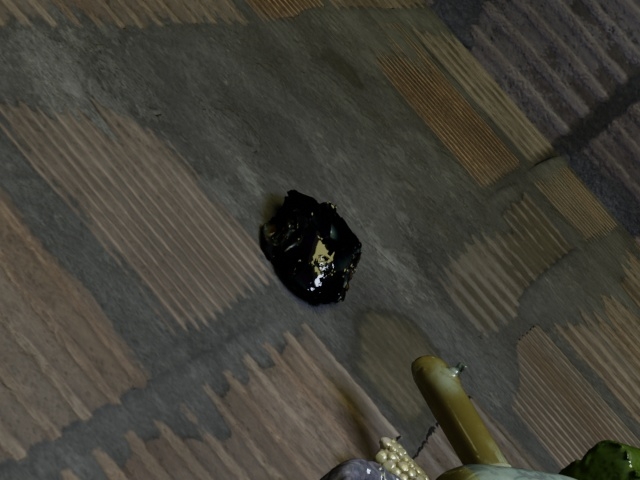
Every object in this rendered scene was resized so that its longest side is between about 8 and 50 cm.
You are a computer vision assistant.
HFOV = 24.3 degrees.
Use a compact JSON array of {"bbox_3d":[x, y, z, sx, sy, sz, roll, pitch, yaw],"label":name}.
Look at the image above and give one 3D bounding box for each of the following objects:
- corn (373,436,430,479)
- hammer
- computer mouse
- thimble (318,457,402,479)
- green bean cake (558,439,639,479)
[{"bbox_3d":[0.120,0.318,1.657,0.211,0.087,0.087,45,21,11],"label":"corn"},{"bbox_3d":[0.177,0.236,1.654,0.202,0.113,0.305,15,32,-33],"label":"hammer"},{"bbox_3d":[0.000,0.000,1.979,0.146,0.077,0.242,41,22,-20],"label":"computer mouse"},{"bbox_3d":[0.043,0.300,1.507,0.150,0.098,0.150,38,22,-19],"label":"thimble"},{"bbox_3d":[0.329,0.385,1.687,0.156,0.250,0.247,23,31,-45],"label":"green bean cake"}]
